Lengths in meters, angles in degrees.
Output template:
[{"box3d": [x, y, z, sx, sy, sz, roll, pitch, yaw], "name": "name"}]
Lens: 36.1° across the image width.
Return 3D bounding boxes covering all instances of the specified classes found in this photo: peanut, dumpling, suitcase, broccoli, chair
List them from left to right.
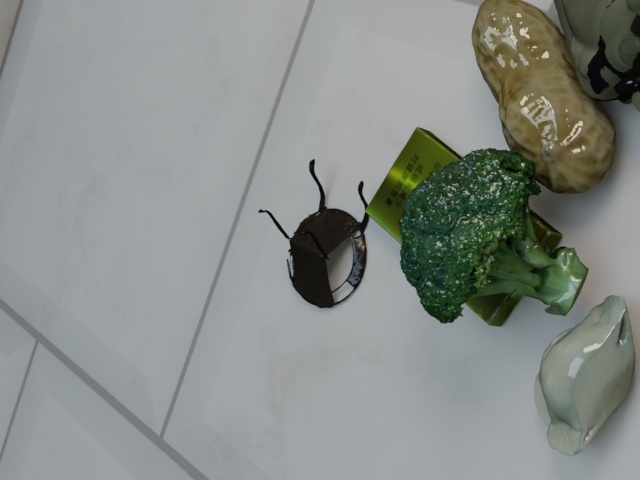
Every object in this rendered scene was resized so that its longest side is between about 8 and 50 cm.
[{"box3d": [0.000, 0.000, 1.698, 0.174, 0.149, 0.213, 26, 144, 38], "name": "chair"}, {"box3d": [0.234, 0.009, 1.346, 0.270, 0.270, 0.270, 32, 108, 7], "name": "broccoli"}, {"box3d": [0.310, -0.212, 1.407, 0.140, 0.153, 0.325, -44, 64, 49], "name": "peanut"}, {"box3d": [0.358, 0.175, 1.350, 0.229, 0.124, 0.151, -65, 14, 7], "name": "dumpling"}, {"box3d": [0.412, -0.320, 1.212, 0.193, 0.351, 0.339, -10, 74, -6], "name": "suitcase"}]

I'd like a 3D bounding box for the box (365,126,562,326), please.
[{"box3d": [0.215, -0.027, 1.538, 0.311, 0.043, 0.173, 44, 112, 36], "name": "box"}]
